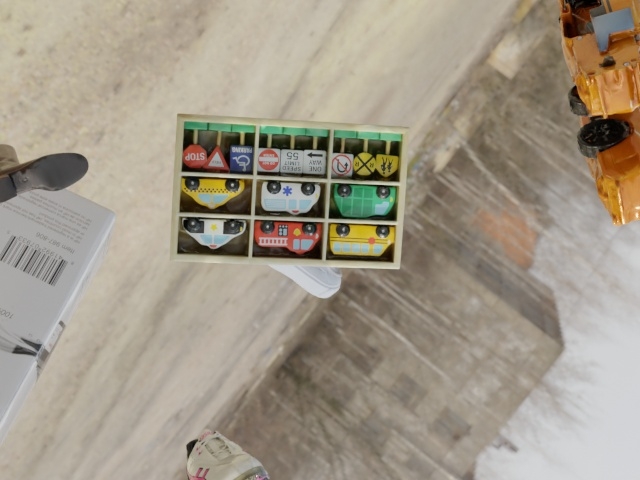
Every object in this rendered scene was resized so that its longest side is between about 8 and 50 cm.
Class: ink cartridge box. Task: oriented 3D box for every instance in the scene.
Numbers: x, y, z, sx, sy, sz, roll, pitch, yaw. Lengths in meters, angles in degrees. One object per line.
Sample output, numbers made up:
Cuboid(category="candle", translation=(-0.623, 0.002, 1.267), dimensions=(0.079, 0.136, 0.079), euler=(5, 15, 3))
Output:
Cuboid(category="ink cartridge box", translation=(-0.505, 0.088, 1.345), dimensions=(0.395, 0.285, 0.166), euler=(-66, -175, -27))

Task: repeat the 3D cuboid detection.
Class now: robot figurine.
Cuboid(category="robot figurine", translation=(0.262, -0.153, 0.860), dimensions=(0.085, 0.211, 0.291), euler=(-10, -146, 17))

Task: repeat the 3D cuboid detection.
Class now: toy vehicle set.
Cuboid(category="toy vehicle set", translation=(-0.036, -0.055, 1.111), dimensions=(0.035, 0.266, 0.166), euler=(-146, -122, -81))

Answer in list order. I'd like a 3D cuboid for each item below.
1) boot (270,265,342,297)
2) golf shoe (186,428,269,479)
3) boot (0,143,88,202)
Cuboid(category="boot", translation=(0.000, 0.000, 1.395), dimensions=(0.123, 0.095, 0.258), euler=(-39, 154, 10))
Cuboid(category="golf shoe", translation=(-0.114, 0.250, 1.063), dimensions=(0.067, 0.086, 0.186), euler=(-24, 174, -27))
Cuboid(category="boot", translation=(-0.294, -0.077, 0.956), dimensions=(0.106, 0.114, 0.037), euler=(-17, 116, -23))
